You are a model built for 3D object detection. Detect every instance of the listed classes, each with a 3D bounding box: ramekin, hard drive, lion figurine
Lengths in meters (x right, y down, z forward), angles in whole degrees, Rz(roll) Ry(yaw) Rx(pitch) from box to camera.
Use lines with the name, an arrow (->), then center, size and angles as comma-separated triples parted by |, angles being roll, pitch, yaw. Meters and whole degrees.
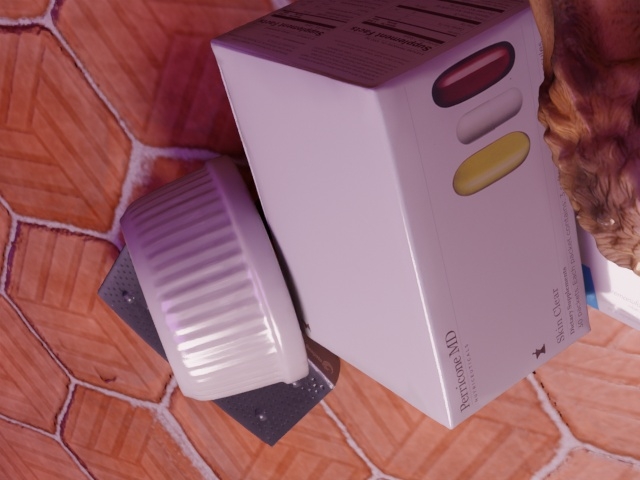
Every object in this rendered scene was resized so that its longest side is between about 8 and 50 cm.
ramekin -> -0.096, 0.040, 0.900 | 0.207, 0.109, 0.207 | 159, 90, -82
hard drive -> -0.104, 0.089, 1.080 | 0.254, 0.054, 0.172 | 41, 136, 1
lion figurine -> 0.150, -0.179, 0.563 | 0.142, 0.240, 0.392 | -18, 110, 42

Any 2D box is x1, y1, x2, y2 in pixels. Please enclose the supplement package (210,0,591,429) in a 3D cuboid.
supplement package -> 0.060, -0.037, 0.754 | 0.204, 0.145, 0.262 | 28, 141, 52

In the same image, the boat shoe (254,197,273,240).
boat shoe -> 0.000, 0.000, 0.944 | 0.135, 0.045, 0.050 | 36, 108, 16

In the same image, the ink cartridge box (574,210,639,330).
ink cartridge box -> 0.236, -0.028, 0.747 | 0.104, 0.060, 0.180 | 28, 134, 16

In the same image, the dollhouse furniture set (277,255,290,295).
dollhouse furniture set -> -0.013, -0.017, 0.889 | 0.076, 0.058, 0.152 | 3, 98, 24
